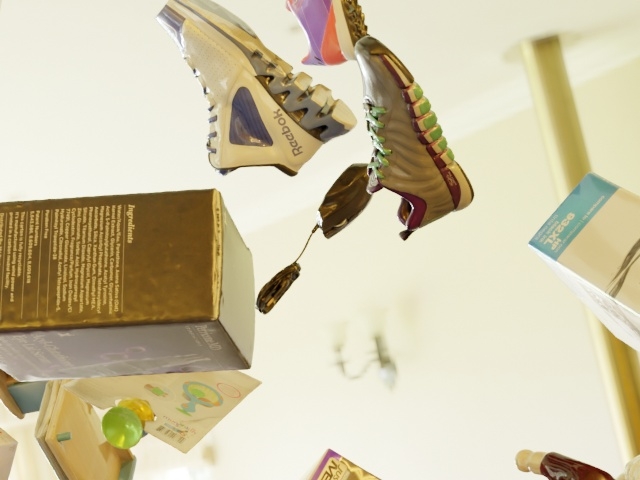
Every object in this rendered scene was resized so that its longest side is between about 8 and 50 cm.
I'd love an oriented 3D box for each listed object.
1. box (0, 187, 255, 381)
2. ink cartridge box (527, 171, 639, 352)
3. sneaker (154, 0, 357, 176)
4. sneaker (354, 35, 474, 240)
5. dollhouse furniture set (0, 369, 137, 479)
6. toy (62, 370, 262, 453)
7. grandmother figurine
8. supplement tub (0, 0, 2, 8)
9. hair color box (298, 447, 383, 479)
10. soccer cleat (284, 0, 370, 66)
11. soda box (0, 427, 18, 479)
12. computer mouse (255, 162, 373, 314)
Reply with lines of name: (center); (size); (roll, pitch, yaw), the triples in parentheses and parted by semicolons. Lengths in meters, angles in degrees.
box: (-0.165, 0.039, 1.097); (0.207, 0.108, 0.153); (-4, -20, 7)
ink cartridge box: (0.420, 0.072, 1.626); (0.129, 0.223, 0.307); (-47, 31, -1)
sneaker: (-0.124, -0.194, 1.927); (0.182, 0.315, 0.127); (-51, 1, 16)
sneaker: (0.077, -0.105, 1.469); (0.098, 0.223, 0.083); (-34, 22, -6)
dollhouse furniture set: (-0.393, 0.228, 1.871); (0.198, 0.303, 0.286); (-13, -53, 13)
toy: (-0.161, 0.164, 1.405); (0.137, 0.056, 0.237); (26, 13, 9)
grandmother figurine: (0.299, 0.329, 1.590); (0.104, 0.208, 0.342); (-47, 4, -40)
supplement tub: (-0.403, -0.257, 1.433); (0.144, 0.199, 0.144); (-4, -49, -4)
hair color box: (-0.019, 0.393, 1.766); (0.110, 0.185, 0.339); (32, -21, 0)
soccer cleat: (-0.019, -0.427, 2.186); (0.116, 0.318, 0.108); (-12, 18, 22)
soda box: (-0.488, 0.361, 1.908); (0.069, 0.216, 0.074); (29, 19, 37)
computer mouse: (0.000, 0.000, 1.742); (0.242, 0.041, 0.071); (-54, -18, -14)
